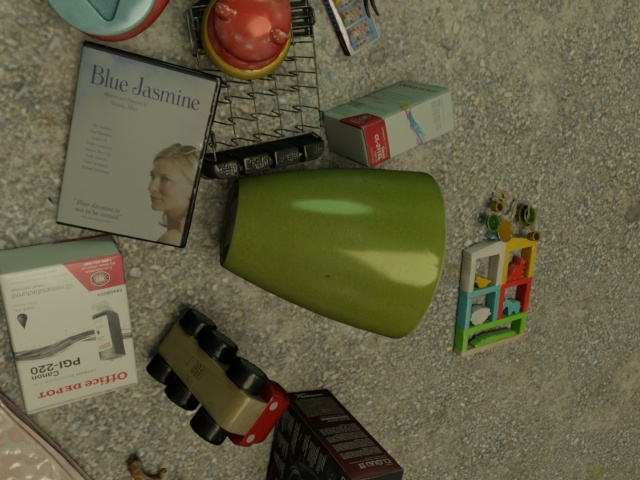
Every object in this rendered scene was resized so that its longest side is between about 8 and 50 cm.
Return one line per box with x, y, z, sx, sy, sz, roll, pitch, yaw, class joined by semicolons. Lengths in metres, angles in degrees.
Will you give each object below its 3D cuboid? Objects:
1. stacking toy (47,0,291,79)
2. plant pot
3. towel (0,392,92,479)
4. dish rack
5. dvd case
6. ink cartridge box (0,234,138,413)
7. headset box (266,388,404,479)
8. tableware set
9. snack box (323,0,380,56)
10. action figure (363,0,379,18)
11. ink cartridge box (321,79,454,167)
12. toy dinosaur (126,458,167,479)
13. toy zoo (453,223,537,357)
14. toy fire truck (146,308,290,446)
-0.164;-0.354;0.711;0.309;0.130;0.279;9;100;-12;stacking toy
0.000;0.000;0.940;0.294;0.275;0.274;10;104;-16;plant pot
-0.533;0.427;0.896;0.332;0.053;0.316;-37;122;-15;towel
-0.095;-0.230;0.891;0.209;0.074;0.271;-17;114;-26;dish rack
-0.250;-0.123;0.824;0.181;0.022;0.252;12;107;-13;dvd case
-0.357;0.117;0.856;0.159;0.092;0.217;-11;115;-26;ink cartridge box
0.020;0.438;1.075;0.110;0.293;0.217;2;106;-31;headset box
0.409;-0.041;1.259;0.154;0.024;0.103;25;78;-30;tableware set
0.035;-0.383;0.935;0.064;0.022;0.178;-37;122;-15;snack box
0.109;-0.473;0.866;0.275;0.141;0.164;-57;167;31;action figure
0.112;-0.195;0.987;0.175;0.127;0.072;-25;120;-20;ink cartridge box
-0.293;0.463;1.055;0.113;0.064;0.211;-6;103;-9;toy dinosaur
0.386;0.102;1.318;0.193;0.030;0.293;-10;113;-27;toy zoo
-0.137;0.253;0.975;0.158;0.217;0.246;-55;139;-2;toy fire truck
